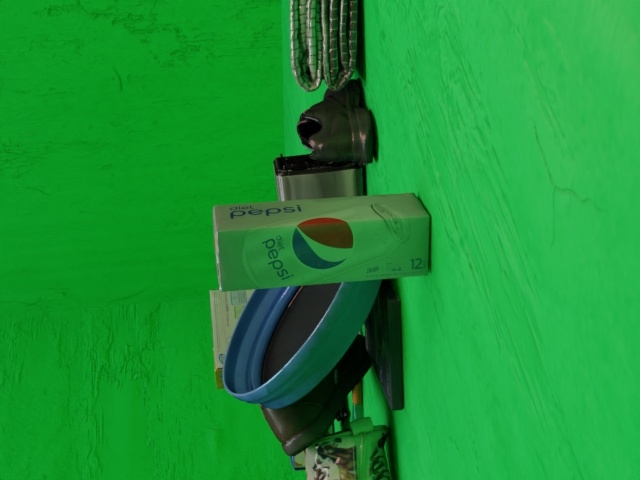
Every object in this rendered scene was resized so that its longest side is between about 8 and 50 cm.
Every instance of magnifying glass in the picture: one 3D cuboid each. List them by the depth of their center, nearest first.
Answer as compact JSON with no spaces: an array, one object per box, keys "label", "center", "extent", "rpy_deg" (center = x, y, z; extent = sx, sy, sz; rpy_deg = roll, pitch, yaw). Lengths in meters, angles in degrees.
[{"label":"magnifying glass","center":[0.084,0.378,2.263],"extent":[0.092,0.026,0.231],"rpy_deg":[-107,12,-68]}]

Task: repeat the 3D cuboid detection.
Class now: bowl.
[{"label":"bowl","center":[-0.027,0.117,1.779],"extent":[0.391,0.077,0.391],"rpy_deg":[-47,20,23]}]

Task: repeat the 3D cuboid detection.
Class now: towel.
[{"label":"towel","center":[0.006,-0.428,1.855],"extent":[0.235,0.121,0.284],"rpy_deg":[-93,3,-68]}]

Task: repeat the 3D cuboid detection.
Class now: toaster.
[{"label":"toaster","center":[-0.001,-0.108,1.964],"extent":[0.186,0.168,0.110],"rpy_deg":[-111,15,-75]}]

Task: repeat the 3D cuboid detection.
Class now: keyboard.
[{"label":"keyboard","center":[0.047,0.365,2.593],"extent":[0.317,0.033,0.202],"rpy_deg":[106,159,-77]}]

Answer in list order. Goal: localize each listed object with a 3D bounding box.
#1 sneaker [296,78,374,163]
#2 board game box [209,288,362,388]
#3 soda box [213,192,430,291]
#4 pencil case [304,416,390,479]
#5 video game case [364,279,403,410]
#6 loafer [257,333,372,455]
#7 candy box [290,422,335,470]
[{"label":"sneaker","center":[0.018,-0.219,1.849],"extent":[0.286,0.130,0.109],"rpy_deg":[-104,9,-66]},{"label":"board game box","center":[-0.074,0.193,2.194],"extent":[0.242,0.316,0.064],"rpy_deg":[-100,7,-48]},{"label":"soda box","center":[0.000,0.000,1.384],"extent":[0.098,0.286,0.091],"rpy_deg":[-108,15,-66]},{"label":"pencil case","center":[0.069,0.530,1.828],"extent":[0.183,0.159,0.411],"rpy_deg":[-30,62,58]},{"label":"video game case","center":[0.107,0.151,1.793],"extent":[0.274,0.026,0.196],"rpy_deg":[-115,21,-72]},{"label":"loafer","center":[-0.006,0.250,1.923],"extent":[0.130,0.134,0.366],"rpy_deg":[49,-153,-5]},{"label":"candy box","center":[-0.031,0.424,2.660],"extent":[0.268,0.122,0.317],"rpy_deg":[115,150,-82]}]
